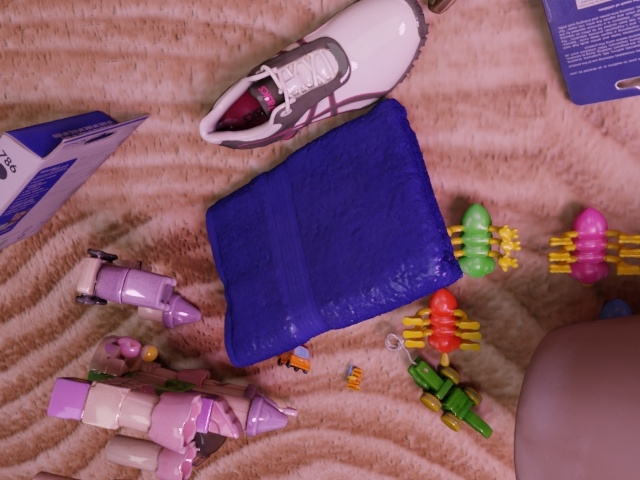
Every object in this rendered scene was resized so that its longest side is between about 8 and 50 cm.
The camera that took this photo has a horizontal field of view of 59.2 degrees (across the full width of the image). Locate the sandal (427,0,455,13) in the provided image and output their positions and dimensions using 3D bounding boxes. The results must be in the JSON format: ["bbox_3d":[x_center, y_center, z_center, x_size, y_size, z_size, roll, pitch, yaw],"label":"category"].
[{"bbox_3d":[0.175,-0.280,0.529,0.049,0.072,0.180,36,118,-22],"label":"sandal"}]

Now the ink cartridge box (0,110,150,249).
[{"bbox_3d":[-0.390,-0.084,0.770,0.333,0.165,0.065,-33,96,29],"label":"ink cartridge box"}]

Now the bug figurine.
[{"bbox_3d":[0.237,0.061,0.641,0.279,0.072,0.216,3,118,16],"label":"bug figurine"}]

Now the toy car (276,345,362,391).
[{"bbox_3d":[0.000,0.180,0.819,0.122,0.060,0.040,19,75,-6],"label":"toy car"}]

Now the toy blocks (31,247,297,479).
[{"bbox_3d":[-0.164,0.198,0.735,0.260,0.288,0.309,11,83,4],"label":"toy blocks"}]

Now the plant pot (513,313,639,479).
[{"bbox_3d":[0.333,0.185,0.469,0.280,0.323,0.323,1,114,43],"label":"plant pot"}]

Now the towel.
[{"bbox_3d":[0.000,0.000,0.662,0.308,0.076,0.227,-27,65,31],"label":"towel"}]

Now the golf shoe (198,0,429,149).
[{"bbox_3d":[-0.010,-0.170,0.613,0.273,0.120,0.105,-27,99,27],"label":"golf shoe"}]

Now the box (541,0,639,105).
[{"bbox_3d":[0.262,-0.224,0.482,0.136,0.036,0.225,-4,135,36],"label":"box"}]

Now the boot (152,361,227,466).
[{"bbox_3d":[-0.221,0.245,0.916,0.106,0.082,0.219,-38,87,5],"label":"boot"}]

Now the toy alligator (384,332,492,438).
[{"bbox_3d":[0.149,0.191,0.748,0.190,0.056,0.051,44,161,-1],"label":"toy alligator"}]
